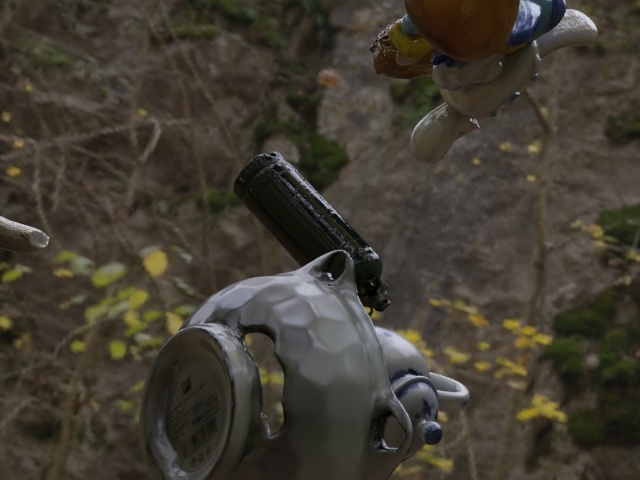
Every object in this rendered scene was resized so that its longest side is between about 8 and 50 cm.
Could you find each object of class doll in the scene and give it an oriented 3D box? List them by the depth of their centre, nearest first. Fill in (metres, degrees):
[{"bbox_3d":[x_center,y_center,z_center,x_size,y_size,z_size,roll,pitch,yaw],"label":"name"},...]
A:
[{"bbox_3d":[0.278,-0.316,1.889,0.187,0.376,0.365,31,-10,29],"label":"doll"}]

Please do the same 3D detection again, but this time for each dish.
[{"bbox_3d":[-0.070,0.151,1.011,0.120,0.303,0.303,12,-5,-39],"label":"dish"}]

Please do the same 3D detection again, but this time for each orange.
[{"bbox_3d":[0.183,-0.303,1.470,0.134,0.156,0.156,-29,-37,23],"label":"orange"}]

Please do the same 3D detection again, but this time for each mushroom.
[{"bbox_3d":[-0.576,-0.020,2.031,0.209,0.071,0.084,25,-43,-33],"label":"mushroom"}]

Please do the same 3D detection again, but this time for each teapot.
[{"bbox_3d":[0.100,0.282,1.991,0.280,0.252,0.424,23,18,41],"label":"teapot"}]

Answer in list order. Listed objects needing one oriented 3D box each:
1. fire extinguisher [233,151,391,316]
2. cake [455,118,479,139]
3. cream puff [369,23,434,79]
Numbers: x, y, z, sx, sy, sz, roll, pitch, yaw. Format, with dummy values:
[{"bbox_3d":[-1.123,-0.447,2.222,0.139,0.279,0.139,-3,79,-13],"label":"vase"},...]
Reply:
[{"bbox_3d":[0.000,0.000,1.660,0.311,0.095,0.114,47,-8,22],"label":"fire extinguisher"},{"bbox_3d":[0.240,-0.203,2.187,0.052,0.121,0.065,23,24,-53],"label":"cake"},{"bbox_3d":[0.160,-0.349,2.102,0.126,0.103,0.144,-18,23,-30],"label":"cream puff"}]
